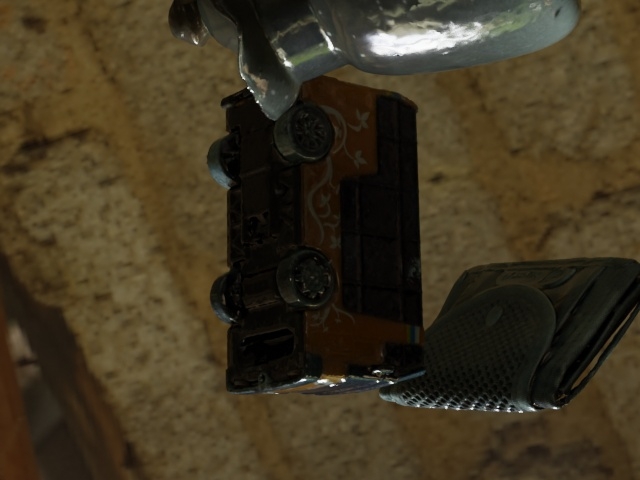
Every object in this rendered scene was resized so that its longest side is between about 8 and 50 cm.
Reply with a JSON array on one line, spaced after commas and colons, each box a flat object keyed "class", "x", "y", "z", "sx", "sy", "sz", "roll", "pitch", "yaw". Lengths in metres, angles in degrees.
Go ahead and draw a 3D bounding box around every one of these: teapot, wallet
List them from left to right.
[{"class": "teapot", "x": 0.014, "y": -0.233, "z": 1.094, "sx": 0.223, "sy": 0.285, "sz": 0.305, "roll": 57, "pitch": -165, "yaw": -51}, {"class": "wallet", "x": 0.230, "y": 0.112, "z": 1.863, "sx": 0.075, "sy": 0.342, "sz": 0.237, "roll": 50, "pitch": -116, "yaw": -21}]

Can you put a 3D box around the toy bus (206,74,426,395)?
[{"class": "toy bus", "x": 0.000, "y": 0.000, "z": 1.574, "sx": 0.194, "sy": 0.162, "sz": 0.324, "roll": 7, "pitch": -105, "yaw": -37}]
